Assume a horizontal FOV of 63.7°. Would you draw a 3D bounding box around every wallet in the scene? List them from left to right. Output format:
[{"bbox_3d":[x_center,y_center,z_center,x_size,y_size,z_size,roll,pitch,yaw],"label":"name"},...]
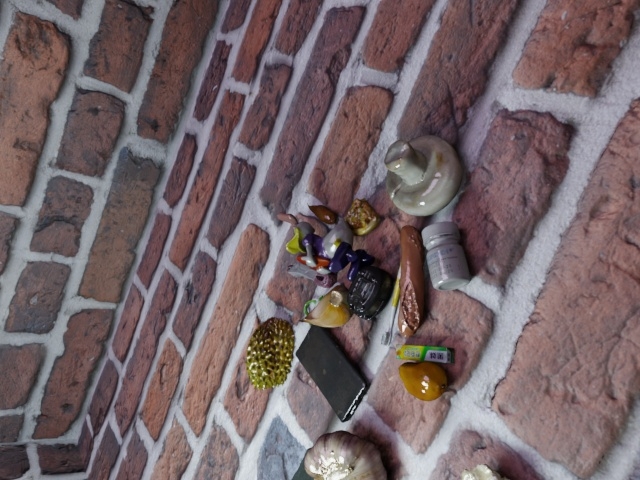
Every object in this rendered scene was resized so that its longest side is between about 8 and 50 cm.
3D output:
[{"bbox_3d":[0.034,0.421,1.694,0.321,0.044,0.171,47,115,42],"label":"wallet"}]

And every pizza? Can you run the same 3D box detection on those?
[{"bbox_3d":[0.125,-0.080,1.729,0.175,0.046,0.134,-25,61,44],"label":"pizza"}]

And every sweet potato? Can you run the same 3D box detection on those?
[{"bbox_3d":[0.000,-0.104,1.881,0.195,0.056,0.057,37,108,53],"label":"sweet potato"}]

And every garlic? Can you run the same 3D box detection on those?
[{"bbox_3d":[0.043,0.229,1.692,0.115,0.128,0.206,45,131,-3],"label":"garlic"},{"bbox_3d":[0.078,0.659,1.488,0.244,0.160,0.245,3,100,21],"label":"garlic"}]

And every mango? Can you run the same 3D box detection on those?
[{"bbox_3d":[0.279,0.376,1.390,0.159,0.084,0.105,169,94,-69],"label":"mango"}]

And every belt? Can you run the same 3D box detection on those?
[{"bbox_3d":[-0.032,0.118,1.853,0.232,0.053,0.072,14,88,48],"label":"belt"}]

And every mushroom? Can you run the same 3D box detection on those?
[{"bbox_3d":[0.267,-0.195,1.456,0.243,0.243,0.244,-18,66,46],"label":"mushroom"}]

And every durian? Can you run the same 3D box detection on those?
[{"bbox_3d":[-0.194,0.415,1.886,0.153,0.186,0.261,-19,78,52],"label":"durian"}]

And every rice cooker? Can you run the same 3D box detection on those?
[{"bbox_3d":[0.150,0.159,1.584,0.112,0.106,0.165,25,85,43],"label":"rice cooker"}]

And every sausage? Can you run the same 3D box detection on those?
[{"bbox_3d":[0.262,0.114,1.483,0.087,0.079,0.327,131,145,-72],"label":"sausage"}]

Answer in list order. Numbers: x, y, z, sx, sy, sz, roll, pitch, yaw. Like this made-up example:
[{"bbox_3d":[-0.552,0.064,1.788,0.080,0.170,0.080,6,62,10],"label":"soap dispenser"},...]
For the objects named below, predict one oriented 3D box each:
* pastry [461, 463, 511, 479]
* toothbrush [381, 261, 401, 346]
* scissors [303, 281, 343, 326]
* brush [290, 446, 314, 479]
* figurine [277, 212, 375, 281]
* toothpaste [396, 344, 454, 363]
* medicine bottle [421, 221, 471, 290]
[{"bbox_3d":[0.396,0.643,1.162,0.121,0.089,0.259,-31,56,44],"label":"pastry"},{"bbox_3d":[0.224,0.177,1.553,0.021,0.024,0.289,11,87,52],"label":"toothbrush"},{"bbox_3d":[0.014,0.214,1.790,0.204,0.027,0.101,-49,51,30],"label":"scissors"},{"bbox_3d":[-0.030,0.772,1.651,0.123,0.059,0.197,42,111,49],"label":"brush"},{"bbox_3d":[0.001,0.005,1.738,0.420,0.154,0.194,13,77,48],"label":"figurine"},{"bbox_3d":[0.287,0.314,1.429,0.178,0.037,0.043,-9,71,49],"label":"toothpaste"},{"bbox_3d":[0.339,0.044,1.395,0.105,0.105,0.168,-29,59,42],"label":"medicine bottle"}]
